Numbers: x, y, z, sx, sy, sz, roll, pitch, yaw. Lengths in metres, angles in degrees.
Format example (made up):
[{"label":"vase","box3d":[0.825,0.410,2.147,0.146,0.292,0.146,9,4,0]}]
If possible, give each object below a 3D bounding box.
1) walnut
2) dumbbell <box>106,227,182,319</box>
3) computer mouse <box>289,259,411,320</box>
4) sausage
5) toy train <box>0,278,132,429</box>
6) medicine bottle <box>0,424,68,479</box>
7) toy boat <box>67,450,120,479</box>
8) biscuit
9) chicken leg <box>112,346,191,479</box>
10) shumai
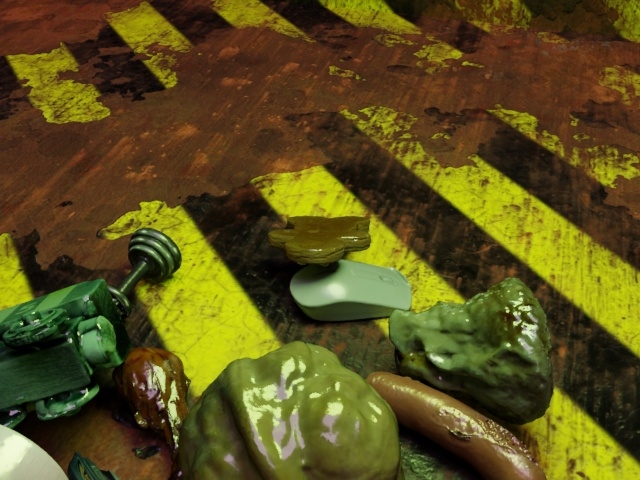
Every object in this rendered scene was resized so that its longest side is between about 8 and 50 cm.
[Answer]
[{"label":"walnut","box3d":[-0.039,0.280,1.009,0.282,0.253,0.276,-12,39,-16]},{"label":"dumbbell","box3d":[-0.350,0.076,1.421,0.110,0.110,0.254,15,46,19]},{"label":"computer mouse","box3d":[0.059,0.086,1.427,0.231,0.079,0.127,-5,39,-12]},{"label":"sausage","box3d":[0.203,0.286,1.148,0.327,0.079,0.087,27,75,34]},{"label":"toy train","box3d":[-0.438,0.180,1.168,0.299,0.166,0.238,-18,14,4]},{"label":"medicine bottle","box3d":[-0.447,0.380,0.883,0.241,0.241,0.302,10,38,13]},{"label":"toy boat","box3d":[-0.316,0.345,1.088,0.060,0.055,0.141,-32,46,-25]},{"label":"biscuit","box3d":[0.000,0.000,1.490,0.197,0.049,0.301,-1,13,6]},{"label":"chicken leg","box3d":[-0.226,0.270,1.172,0.113,0.093,0.304,-9,40,-30]},{"label":"shumai","box3d":[0.225,0.175,1.185,0.204,0.221,0.272,-4,-8,-12]}]
